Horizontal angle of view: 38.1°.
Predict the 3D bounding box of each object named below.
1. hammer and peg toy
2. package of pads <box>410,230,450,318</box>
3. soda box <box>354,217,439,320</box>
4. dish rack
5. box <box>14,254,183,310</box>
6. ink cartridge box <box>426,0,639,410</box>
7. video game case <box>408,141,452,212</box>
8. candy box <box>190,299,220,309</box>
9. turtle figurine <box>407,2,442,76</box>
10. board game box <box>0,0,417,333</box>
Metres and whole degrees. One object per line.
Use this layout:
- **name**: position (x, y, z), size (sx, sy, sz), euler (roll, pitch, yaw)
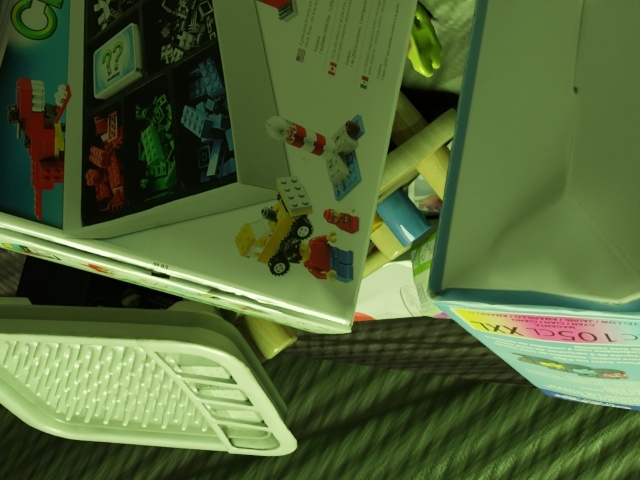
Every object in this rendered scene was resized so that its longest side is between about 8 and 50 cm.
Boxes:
- **hammer and peg toy**: position (0.000, 0.000, 0.977), size (0.127, 0.266, 0.361), euler (51, 159, 5)
- **package of pads**: position (0.273, 0.019, 1.011), size (0.296, 0.101, 0.229), euler (-4, 168, -13)
- **soda box**: position (0.042, 0.046, 1.247), size (0.286, 0.091, 0.098), euler (-5, 125, 14)
- **dish rack**: position (-0.202, 0.139, 0.978), size (0.332, 0.072, 0.285), euler (0, 148, 15)
- **box**: position (-0.261, 0.012, 1.156), size (0.165, 0.270, 0.143), euler (-5, 158, 43)
- **ink cartridge box**: position (0.228, -0.023, 0.699), size (0.151, 0.270, 0.395), euler (4, 163, 29)
- **video game case**: position (0.190, -0.063, 1.049), size (0.183, 0.023, 0.201), euler (9, 165, 8)
- **candy box**: position (-0.142, -0.033, 1.081), size (0.087, 0.183, 0.316), euler (3, 163, 30)
- **turtle figurine**: position (-0.011, -0.144, 0.782), size (0.217, 0.087, 0.269), euler (-8, 178, 42)
- **board game box**: position (-0.046, -0.125, 0.453), size (0.193, 0.305, 0.053), euler (18, 166, -25)
